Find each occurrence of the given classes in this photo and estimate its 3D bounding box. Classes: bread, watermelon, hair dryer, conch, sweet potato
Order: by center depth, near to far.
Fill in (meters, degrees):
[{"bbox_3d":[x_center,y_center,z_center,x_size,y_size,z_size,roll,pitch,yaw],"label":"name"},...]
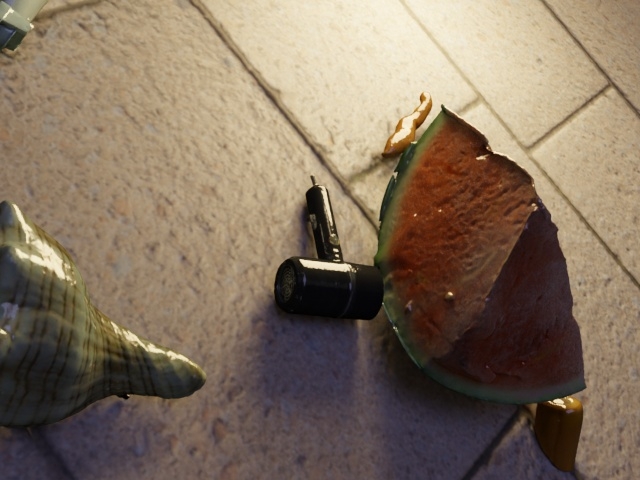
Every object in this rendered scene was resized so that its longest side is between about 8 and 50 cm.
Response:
[{"bbox_3d":[-0.280,0.079,0.684,0.386,0.170,0.203,28,77,-13],"label":"conch"},{"bbox_3d":[0.000,0.000,0.969,0.125,0.071,0.219,10,51,-26],"label":"hair dryer"},{"bbox_3d":[0.169,0.041,0.974,0.222,0.319,0.292,-26,35,-11],"label":"watermelon"},{"bbox_3d":[0.320,0.260,1.025,0.062,0.103,0.049,16,26,31],"label":"bread"},{"bbox_3d":[0.135,-0.173,1.166,0.044,0.044,0.179,41,49,-5],"label":"sweet potato"}]

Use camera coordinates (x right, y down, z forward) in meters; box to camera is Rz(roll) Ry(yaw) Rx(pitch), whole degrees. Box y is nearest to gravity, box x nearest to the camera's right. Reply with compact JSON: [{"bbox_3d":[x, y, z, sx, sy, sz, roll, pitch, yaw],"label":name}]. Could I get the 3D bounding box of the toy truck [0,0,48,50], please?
[{"bbox_3d":[-0.378,-0.353,0.919,0.140,0.108,0.256,36,51,-25],"label":"toy truck"}]
